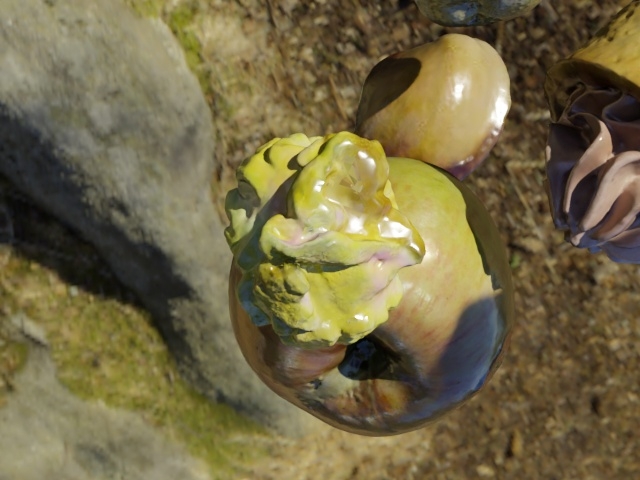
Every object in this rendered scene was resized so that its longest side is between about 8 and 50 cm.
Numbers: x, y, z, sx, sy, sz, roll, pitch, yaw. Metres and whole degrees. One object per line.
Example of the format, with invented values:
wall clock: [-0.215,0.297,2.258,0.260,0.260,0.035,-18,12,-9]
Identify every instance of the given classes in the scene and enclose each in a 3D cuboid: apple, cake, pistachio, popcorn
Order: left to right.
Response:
popcorn: [0.000,0.000,0.846,0.126,0.145,0.126,19,164,-29]
apple: [0.043,0.044,1.060,0.261,0.194,0.260,6,134,6]
pistachio: [0.113,-0.129,1.353,0.210,0.165,0.130,-50,151,-10]
cake: [0.235,-0.070,0.934,0.178,0.185,0.207,-33,92,-12]

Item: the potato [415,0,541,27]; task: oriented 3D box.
potato: [0.149,-0.289,1.159,0.157,0.194,0.157,4,155,2]
